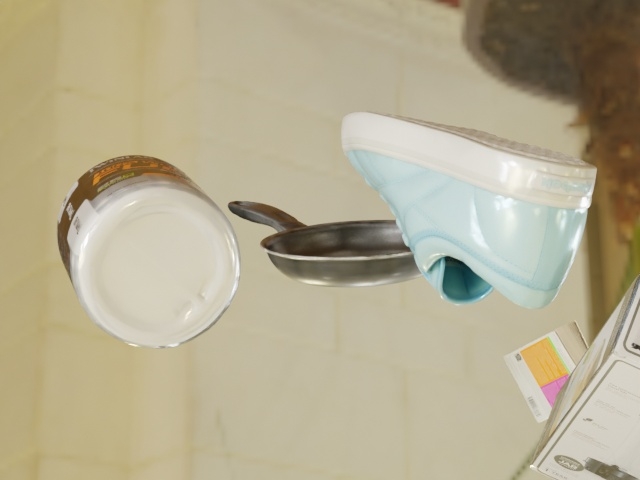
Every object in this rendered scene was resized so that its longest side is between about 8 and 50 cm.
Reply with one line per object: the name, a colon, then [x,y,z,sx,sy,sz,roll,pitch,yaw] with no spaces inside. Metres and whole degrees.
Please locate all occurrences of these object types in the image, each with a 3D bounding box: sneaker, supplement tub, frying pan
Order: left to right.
supplement tub: [-0.212,0.003,2.099,0.194,0.193,0.316,6,-171,-15]
frying pan: [-0.015,0.005,1.789,0.326,0.053,0.197,3,-168,34]
sneaker: [0.104,-0.026,1.547,0.135,0.150,0.366,10,-173,-22]

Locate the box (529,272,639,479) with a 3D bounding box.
box: [0.306,0.151,1.552,0.169,0.087,0.290,23,153,5]

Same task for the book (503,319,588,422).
book: [0.288,0.165,2.174,0.035,0.096,0.144,-23,173,-28]
